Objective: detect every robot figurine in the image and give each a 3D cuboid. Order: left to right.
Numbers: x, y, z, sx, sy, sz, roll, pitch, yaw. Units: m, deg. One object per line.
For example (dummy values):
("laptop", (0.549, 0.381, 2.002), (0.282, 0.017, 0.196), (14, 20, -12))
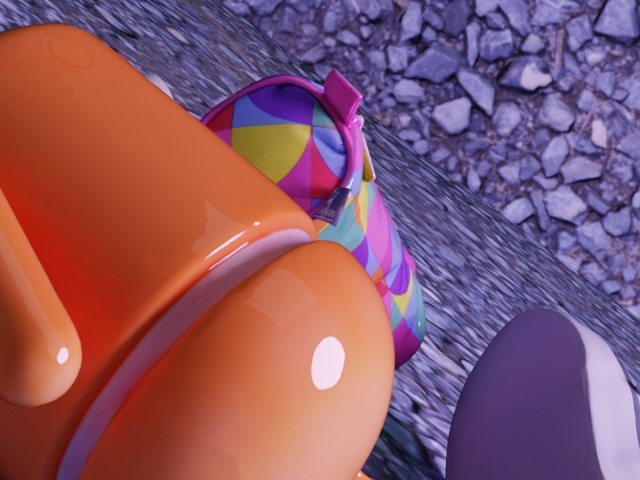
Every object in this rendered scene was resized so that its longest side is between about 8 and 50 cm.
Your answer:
("robot figurine", (-0.068, 0.019, 0.504), (0.219, 0.128, 0.158), (40, -30, 16))

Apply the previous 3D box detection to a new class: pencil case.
("pencil case", (0.000, 0.000, 0.915), (0.104, 0.104, 0.236), (42, -11, 26))

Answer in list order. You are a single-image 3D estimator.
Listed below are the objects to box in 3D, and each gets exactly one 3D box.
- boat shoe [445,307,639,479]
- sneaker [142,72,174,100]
("boat shoe", (0.183, 0.173, 0.872), (0.156, 0.136, 0.367), (32, 15, -22))
("sneaker", (-0.104, 0.063, 0.622), (0.094, 0.151, 0.256), (102, -28, -63))
